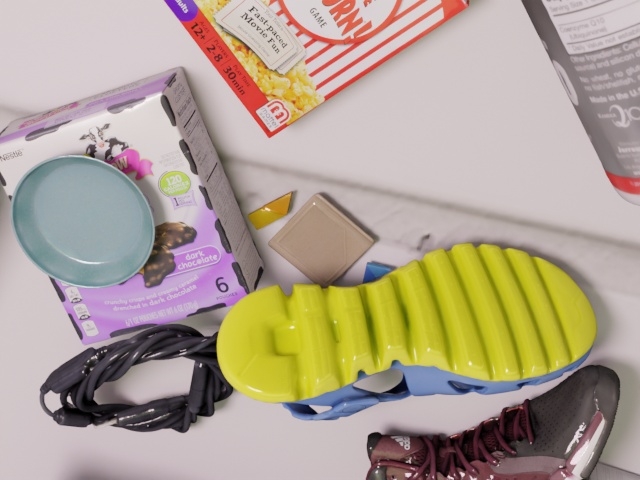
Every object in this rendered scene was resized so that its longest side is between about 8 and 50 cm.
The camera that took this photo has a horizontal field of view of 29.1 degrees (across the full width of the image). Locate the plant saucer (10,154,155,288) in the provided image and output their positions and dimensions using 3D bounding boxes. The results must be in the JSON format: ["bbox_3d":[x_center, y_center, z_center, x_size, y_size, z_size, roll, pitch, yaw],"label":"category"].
[{"bbox_3d":[-0.190,-0.018,1.000,0.119,0.021,0.119,3,117,7],"label":"plant saucer"}]

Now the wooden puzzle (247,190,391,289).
[{"bbox_3d":[0.000,0.000,1.068,0.078,0.014,0.116,-37,106,26],"label":"wooden puzzle"}]

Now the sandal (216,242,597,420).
[{"bbox_3d":[0.075,0.087,1.055,0.317,0.126,0.138,-4,155,0],"label":"sandal"}]

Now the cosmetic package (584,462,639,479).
[{"bbox_3d":[0.257,0.328,1.164,0.099,0.060,0.239,16,117,-1],"label":"cosmetic package"}]

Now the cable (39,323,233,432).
[{"bbox_3d":[-0.148,0.131,1.095,0.184,0.047,0.150,-32,136,31],"label":"cable"}]

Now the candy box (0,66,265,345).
[{"bbox_3d":[-0.161,-0.026,1.044,0.165,0.070,0.196,-16,113,15],"label":"candy box"}]

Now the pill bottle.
[{"bbox_3d":[0.226,-0.179,0.868,0.161,0.161,0.283,-24,109,18],"label":"pill bottle"}]

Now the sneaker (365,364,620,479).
[{"bbox_3d":[0.129,0.192,1.094,0.162,0.106,0.281,31,116,-4],"label":"sneaker"}]

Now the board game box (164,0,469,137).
[{"bbox_3d":[-0.005,-0.192,0.957,0.193,0.045,0.147,-32,107,20],"label":"board game box"}]
